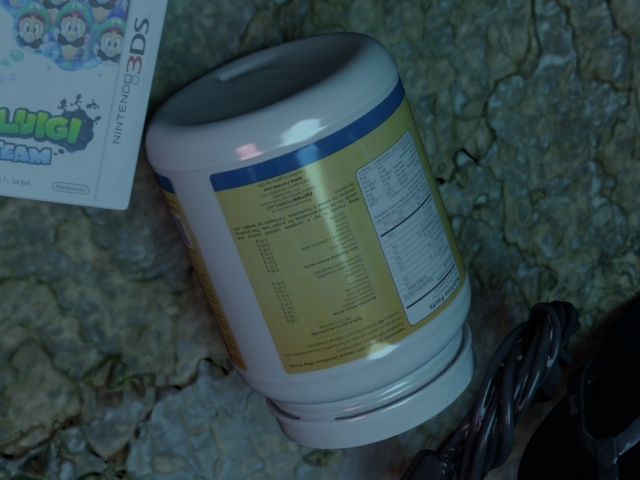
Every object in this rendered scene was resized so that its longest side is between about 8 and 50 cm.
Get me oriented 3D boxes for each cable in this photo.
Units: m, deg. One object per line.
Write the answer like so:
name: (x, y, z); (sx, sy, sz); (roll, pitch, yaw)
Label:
cable: (0.113, 0.103, 0.951); (0.150, 0.047, 0.184); (-36, 159, -44)

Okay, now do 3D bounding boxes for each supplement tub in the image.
supplement tub: (0.000, 0.000, 0.881); (0.144, 0.144, 0.200); (-28, 112, -18)

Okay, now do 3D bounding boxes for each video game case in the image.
video game case: (-0.158, -0.094, 0.801); (0.157, 0.019, 0.143); (7, 100, -30)

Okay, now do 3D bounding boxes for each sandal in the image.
sandal: (0.188, 0.099, 0.977); (0.254, 0.097, 0.054); (-54, 144, -47)
